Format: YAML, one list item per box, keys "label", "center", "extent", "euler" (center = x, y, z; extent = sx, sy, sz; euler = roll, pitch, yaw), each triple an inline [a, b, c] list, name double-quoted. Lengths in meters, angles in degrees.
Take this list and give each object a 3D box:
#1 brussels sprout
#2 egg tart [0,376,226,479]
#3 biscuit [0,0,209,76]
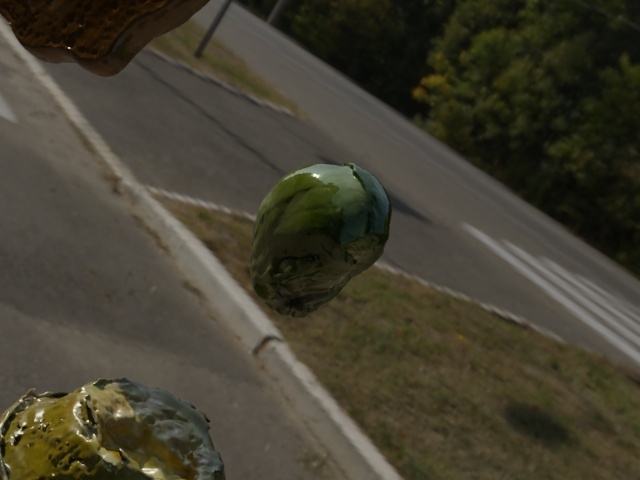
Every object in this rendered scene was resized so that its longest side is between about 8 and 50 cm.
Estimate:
- label: "brussels sprout"
  center: [-0.001, -0.007, 1.149]
  extent: [0.131, 0.183, 0.146]
  euler: [17, 49, -38]
- label: "egg tart"
  center: [-0.203, 0.249, 1.142]
  extent: [0.315, 0.120, 0.315]
  euler: [31, 18, -11]
- label: "biscuit"
  center: [-0.275, -0.400, 1.394]
  extent: [0.385, 0.365, 0.062]
  euler: [50, 7, 30]
